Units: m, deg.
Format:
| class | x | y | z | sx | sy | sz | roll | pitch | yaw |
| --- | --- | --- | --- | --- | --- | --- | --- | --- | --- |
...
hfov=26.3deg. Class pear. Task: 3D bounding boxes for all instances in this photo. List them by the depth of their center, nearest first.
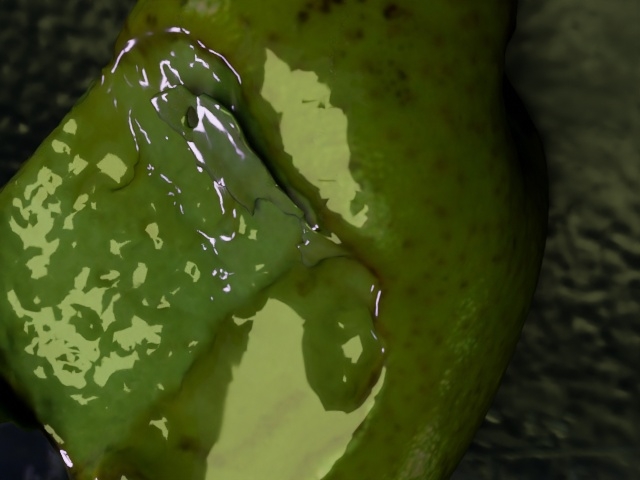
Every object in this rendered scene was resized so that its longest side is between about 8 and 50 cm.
| class | x | y | z | sx | sy | sz | roll | pitch | yaw |
| --- | --- | --- | --- | --- | --- | --- | --- | --- | --- |
| pear | 0.000 | 0.000 | 0.561 | 0.238 | 0.164 | 0.255 | 45 | 111 | 0 |
